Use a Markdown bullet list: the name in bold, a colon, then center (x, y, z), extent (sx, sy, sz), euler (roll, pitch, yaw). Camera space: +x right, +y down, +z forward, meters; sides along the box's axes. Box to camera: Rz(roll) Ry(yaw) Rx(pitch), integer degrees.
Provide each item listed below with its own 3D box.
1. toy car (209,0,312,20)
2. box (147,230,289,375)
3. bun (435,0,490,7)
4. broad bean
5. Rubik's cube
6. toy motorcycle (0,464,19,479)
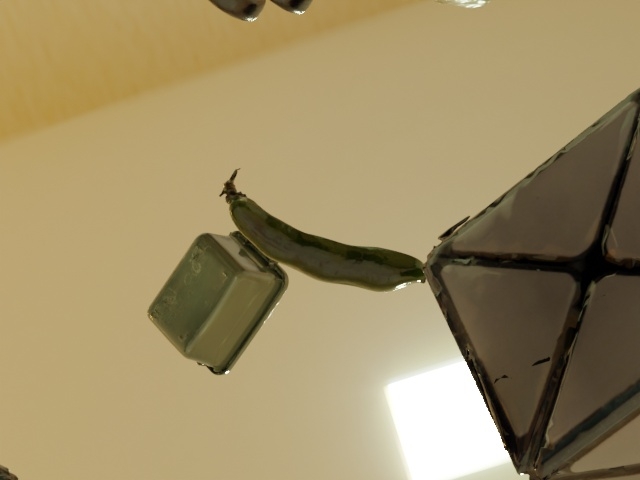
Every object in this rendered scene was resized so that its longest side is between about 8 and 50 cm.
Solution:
- **toy car**: center (-0.068, -0.331, 1.762), extent (0.180, 0.212, 0.270), euler (-53, 170, 20)
- **box**: center (-0.138, 0.074, 2.523), extent (0.124, 0.093, 0.172), euler (42, -75, 34)
- **bun**: center (0.113, -0.372, 2.478), extent (0.239, 0.141, 0.239), euler (9, -176, -1)
- **broad bean**: center (-0.003, 0.004, 1.977), extent (0.227, 0.069, 0.039), euler (26, -170, 4)
- **Rubik's cube**: center (0.316, 0.089, 1.785), extent (0.310, 0.307, 0.305), euler (-39, -138, 14)
- **toy motorcycle**: center (-0.523, 0.384, 2.350), extent (0.410, 0.169, 0.237), euler (-43, -127, 10)
